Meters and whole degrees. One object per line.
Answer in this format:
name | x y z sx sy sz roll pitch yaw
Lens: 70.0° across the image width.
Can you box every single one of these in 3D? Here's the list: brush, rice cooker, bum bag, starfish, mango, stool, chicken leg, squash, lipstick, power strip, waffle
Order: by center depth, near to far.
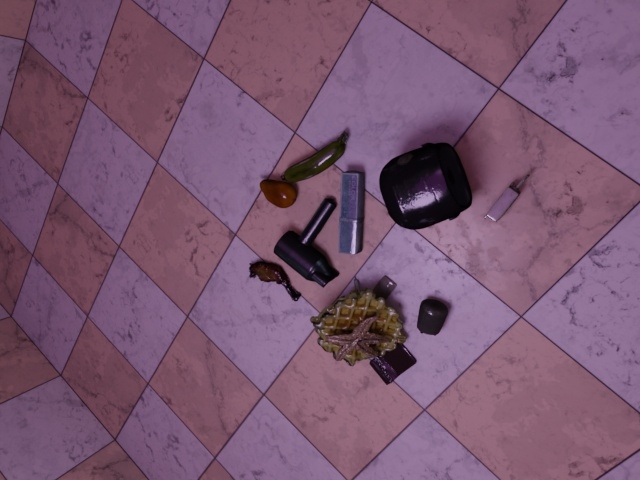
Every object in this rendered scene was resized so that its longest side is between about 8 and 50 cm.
power strip | 0.562 -0.128 1.367 0.042 0.075 0.175 40 116 16
rice cooker | 0.317 -0.161 1.391 0.224 0.267 0.267 -22 90 35
stool | 0.372 0.257 1.534 0.096 0.096 0.110 19 112 22
starfish | 0.135 0.337 1.565 0.227 0.043 0.240 18 124 -23
lipstick | 0.110 -0.099 1.599 0.077 0.076 0.290 7 104 27
waffle | 0.133 0.309 1.620 0.317 0.073 0.297 -32 113 19
squash | -0.022 -0.275 1.632 0.318 0.071 0.080 -28 86 28
bum bag | 0.262 0.446 1.665 0.109 0.026 0.159 49 117 11
brush | 0.161 0.265 1.668 0.060 0.050 0.321 41 115 18
mango | -0.154 -0.179 1.716 0.159 0.084 0.105 31 139 36
chicken leg | -0.180 0.152 1.814 0.253 0.051 0.106 30 118 17

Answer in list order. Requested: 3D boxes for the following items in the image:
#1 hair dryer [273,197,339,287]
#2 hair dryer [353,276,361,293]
hair dryer | 0.000 0.000 1.670 0.244 0.116 0.302 37 107 13
hair dryer | 0.143 0.185 1.651 0.063 0.038 0.124 -27 58 27
